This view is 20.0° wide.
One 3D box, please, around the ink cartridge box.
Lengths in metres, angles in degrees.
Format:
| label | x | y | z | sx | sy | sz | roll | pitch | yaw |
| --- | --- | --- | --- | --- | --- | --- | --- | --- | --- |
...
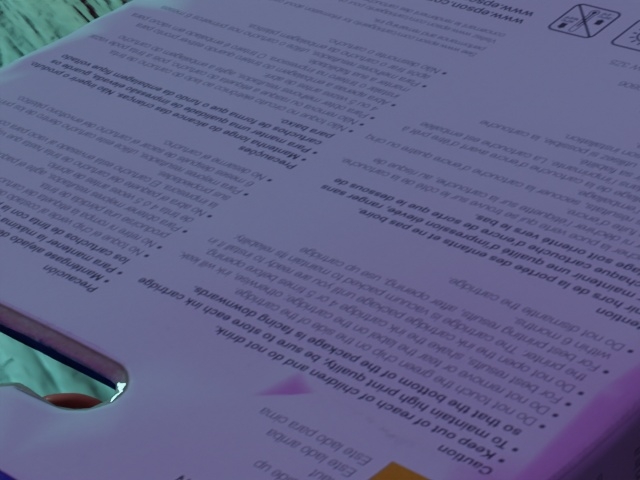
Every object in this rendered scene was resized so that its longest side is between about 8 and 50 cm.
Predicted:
| label | x | y | z | sx | sy | sz | roll | pitch | yaw |
| --- | --- | --- | --- | --- | --- | --- | --- | --- | --- |
| ink cartridge box | 0.000 | 0.000 | 0.594 | 0.324 | 0.071 | 0.330 | 21 | 44 | 41 |

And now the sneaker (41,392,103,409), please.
| label | x | y | z | sx | sy | sz | roll | pitch | yaw |
| --- | --- | --- | --- | --- | --- | --- | --- | --- | --- |
| sneaker | -0.127 | 0.154 | 0.614 | 0.107 | 0.118 | 0.279 | -1 | 32 | 12 |
